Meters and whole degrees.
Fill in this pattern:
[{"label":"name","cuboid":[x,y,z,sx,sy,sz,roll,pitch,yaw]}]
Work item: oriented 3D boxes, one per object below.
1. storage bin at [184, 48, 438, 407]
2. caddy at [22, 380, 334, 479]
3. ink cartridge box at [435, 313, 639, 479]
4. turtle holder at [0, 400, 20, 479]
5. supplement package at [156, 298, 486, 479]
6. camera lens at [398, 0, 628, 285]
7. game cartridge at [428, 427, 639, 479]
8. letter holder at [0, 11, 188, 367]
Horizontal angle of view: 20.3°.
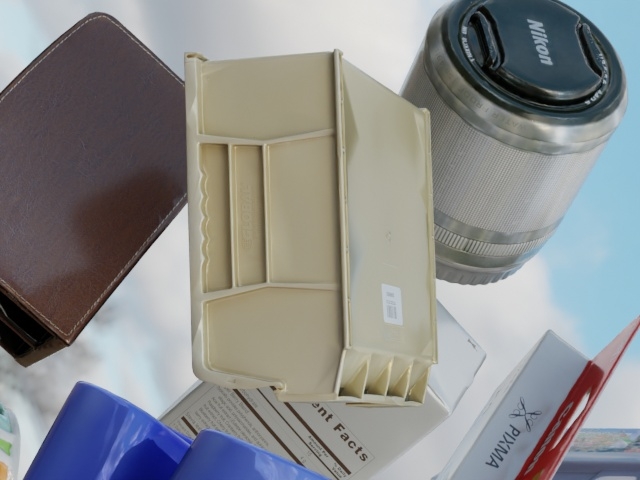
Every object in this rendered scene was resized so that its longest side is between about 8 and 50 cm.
[{"label":"storage bin","cuboid":[0.000,0.000,1.411,0.262,0.123,0.260,20,68,-71]},{"label":"caddy","cuboid":[-0.033,0.215,0.955,0.241,0.179,0.341,11,-16,48]},{"label":"ink cartridge box","cuboid":[0.194,0.203,1.814,0.066,0.296,0.261,37,-38,3]},{"label":"turtle holder","cuboid":[-0.435,0.221,1.817,0.320,0.227,0.243,154,-59,-68]},{"label":"supplement package","cuboid":[-0.014,0.158,1.728,0.175,0.293,0.177,49,21,0]},{"label":"camera lens","cuboid":[0.182,-0.112,1.888,0.219,0.219,0.274,61,-34,30]},{"label":"game cartridge","cuboid":[0.322,0.287,2.185,0.355,0.230,0.068,-4,-75,32]},{"label":"letter holder","cuboid":[-0.269,-0.058,1.845,0.214,0.302,0.152,43,-26,-11]}]
